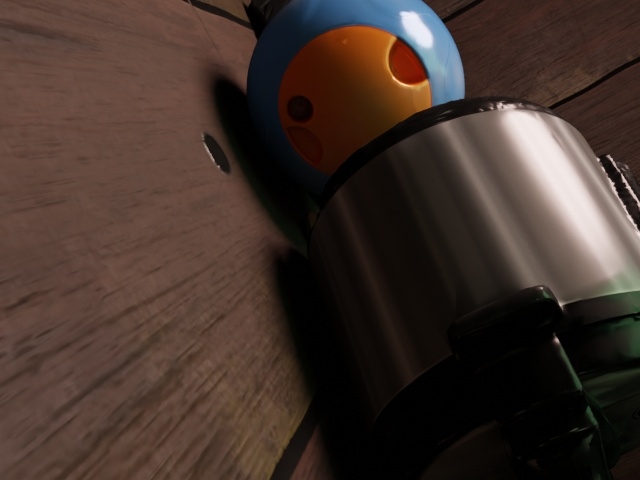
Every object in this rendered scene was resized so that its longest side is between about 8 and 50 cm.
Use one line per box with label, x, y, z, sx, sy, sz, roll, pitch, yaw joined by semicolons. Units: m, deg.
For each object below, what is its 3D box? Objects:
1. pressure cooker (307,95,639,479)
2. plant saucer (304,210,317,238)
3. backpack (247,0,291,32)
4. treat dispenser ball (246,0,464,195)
pressure cooker;0.203;0.106;0.802;0.370;0.375;0.420;3;49;-28
plant saucer;0.000;0.000;1.004;0.083;0.015;0.083;55;14;-22
backpack;-0.047;-0.403;1.447;0.182;0.115;0.152;46;17;-56
treat dispenser ball;0.045;-0.196;0.981;0.288;0.288;0.288;56;14;-22
